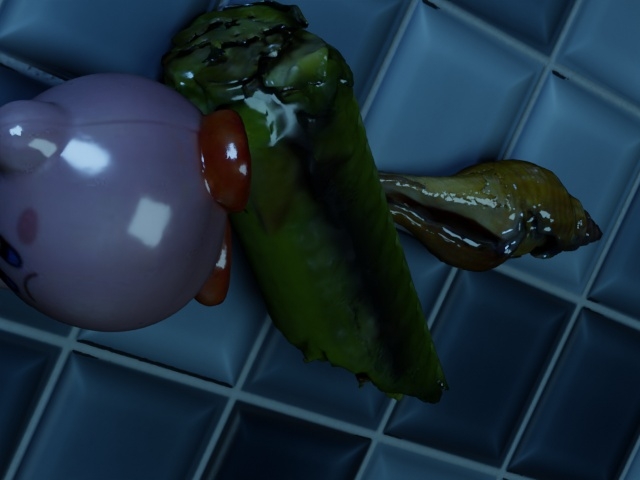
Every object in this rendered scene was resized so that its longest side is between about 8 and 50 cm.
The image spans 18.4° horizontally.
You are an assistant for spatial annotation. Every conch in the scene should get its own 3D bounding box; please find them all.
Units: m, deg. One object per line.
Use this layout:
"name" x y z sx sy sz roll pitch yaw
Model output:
"conch" 0.118 -0.017 1.546 0.232 0.086 0.080 -9 156 -24

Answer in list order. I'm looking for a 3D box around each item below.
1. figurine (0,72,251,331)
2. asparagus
"figurine" -0.138 -0.025 1.260 0.173 0.173 0.173 -18 120 -34
"asparagus" 0.000 0.000 1.426 0.128 0.108 0.382 -50 136 -33
